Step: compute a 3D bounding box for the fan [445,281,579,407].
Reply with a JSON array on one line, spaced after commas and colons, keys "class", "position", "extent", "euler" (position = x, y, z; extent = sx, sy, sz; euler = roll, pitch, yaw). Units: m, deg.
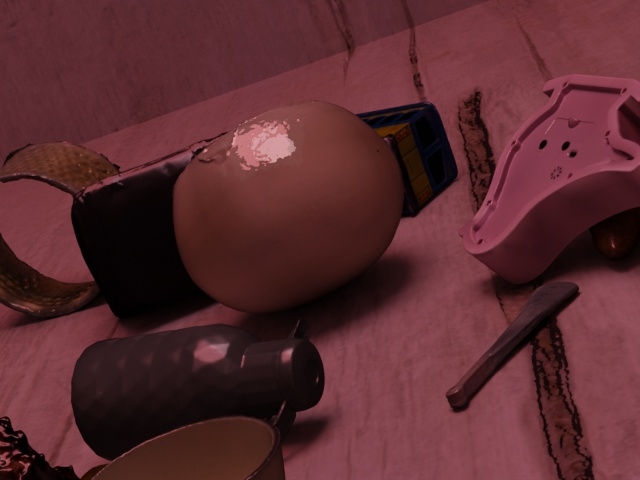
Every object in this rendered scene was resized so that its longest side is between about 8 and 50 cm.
[{"class": "fan", "position": [0.210, 0.112, 1.645], "extent": [0.057, 0.023, 0.282], "euler": [-4, 22, 40]}]

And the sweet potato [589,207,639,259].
[{"class": "sweet potato", "position": [0.394, -0.069, 1.870], "extent": [0.114, 0.092, 0.341], "euler": [10, 31, 29]}]

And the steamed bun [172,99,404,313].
[{"class": "steamed bun", "position": [-0.035, -0.028, 1.957], "extent": [0.324, 0.206, 0.324], "euler": [-25, -21, -10]}]

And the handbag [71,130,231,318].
[{"class": "handbag", "position": [-0.204, -0.010, 2.171], "extent": [0.302, 0.178, 0.275], "euler": [-21, -16, -8]}]

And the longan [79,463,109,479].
[{"class": "longan", "position": [-0.226, 0.276, 1.578], "extent": [0.075, 0.075, 0.083], "euler": [-16, -24, 16]}]

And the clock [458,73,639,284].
[{"class": "clock", "position": [0.315, -0.070, 1.769], "extent": [0.275, 0.080, 0.290], "euler": [-57, 23, -9]}]

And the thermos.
[{"class": "thermos", "position": [-0.136, 0.179, 1.652], "extent": [0.286, 0.145, 0.182], "euler": [-10, 52, 29]}]

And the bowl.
[{"class": "bowl", "position": [-0.120, 0.263, 1.398], "extent": [0.211, 0.112, 0.211], "euler": [-19, 18, 6]}]

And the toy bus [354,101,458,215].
[{"class": "toy bus", "position": [0.051, -0.114, 2.335], "extent": [0.288, 0.138, 0.175], "euler": [-6, 23, 39]}]

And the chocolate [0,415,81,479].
[{"class": "chocolate", "position": [-0.390, 0.260, 1.619], "extent": [0.206, 0.177, 0.224], "euler": [-2, 26, 47]}]

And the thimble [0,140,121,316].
[{"class": "thimble", "position": [-0.446, -0.018, 2.403], "extent": [0.271, 0.271, 0.150], "euler": [-15, 20, 19]}]
